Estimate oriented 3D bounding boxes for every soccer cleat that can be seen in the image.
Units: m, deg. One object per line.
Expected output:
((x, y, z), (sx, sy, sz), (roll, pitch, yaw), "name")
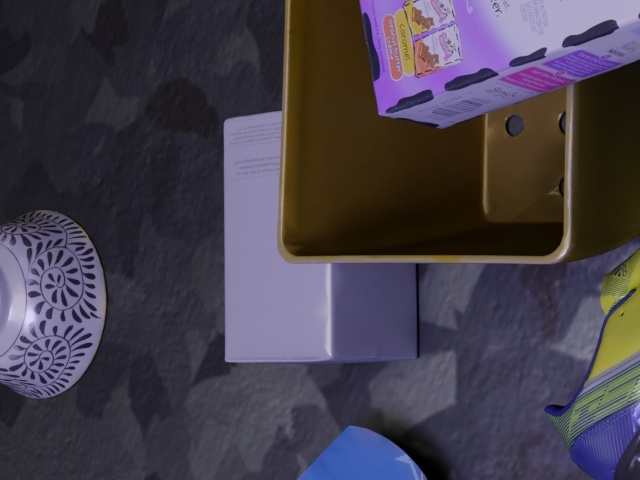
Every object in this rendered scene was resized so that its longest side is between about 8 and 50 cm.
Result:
((0.229, 0.022, 0.976), (0.121, 0.093, 0.289), (39, 110, 41), "soccer cleat")

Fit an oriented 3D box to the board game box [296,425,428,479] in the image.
((0.035, 0.218, 1.155), (0.168, 0.033, 0.133), (-50, 64, 31), "board game box")

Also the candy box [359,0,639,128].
((0.114, -0.168, 0.855), (0.196, 0.070, 0.164), (-17, 75, 37), "candy box")

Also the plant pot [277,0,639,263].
((0.115, -0.085, 1.012), (0.212, 0.187, 0.212), (-1, 86, 39), "plant pot")

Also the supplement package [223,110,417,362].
((0.000, 0.000, 1.151), (0.105, 0.105, 0.179), (-4, 83, 38), "supplement package")

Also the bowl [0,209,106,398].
((-0.274, 0.055, 1.382), (0.170, 0.080, 0.170), (-2, 86, 38), "bowl")
